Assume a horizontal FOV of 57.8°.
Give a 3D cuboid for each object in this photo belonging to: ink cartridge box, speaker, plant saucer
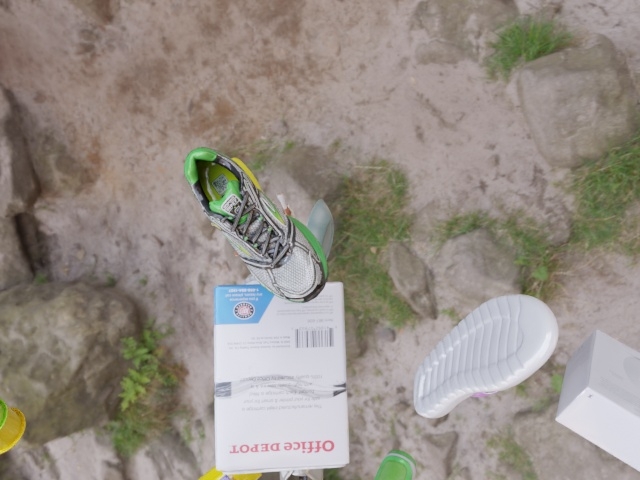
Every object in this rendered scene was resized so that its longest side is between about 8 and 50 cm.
[{"bbox_3d":[-0.091,0.298,1.313,0.166,0.285,0.395,122,147,-81],"label":"ink cartridge box"},{"bbox_3d":[0.231,0.871,1.986,0.131,0.296,0.131,16,130,20],"label":"speaker"},{"bbox_3d":[0.000,0.000,1.379,0.037,0.195,0.195,11,115,13],"label":"plant saucer"}]

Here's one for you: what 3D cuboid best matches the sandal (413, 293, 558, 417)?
[{"bbox_3d":[0.309,0.222,1.084,0.416,0.102,0.169,130,151,-53],"label":"sandal"}]

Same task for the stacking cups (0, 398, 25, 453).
[{"bbox_3d":[-0.634,0.280,1.017,0.096,0.096,0.316,42,155,30],"label":"stacking cups"}]

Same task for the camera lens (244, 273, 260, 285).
[{"bbox_3d":[-0.150,0.240,1.989,0.219,0.219,0.274,-24,62,48],"label":"camera lens"}]

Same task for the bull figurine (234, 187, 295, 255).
[{"bbox_3d":[-0.150,-0.040,1.585,0.101,0.310,0.188,-16,81,21],"label":"bull figurine"}]

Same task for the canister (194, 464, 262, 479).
[{"bbox_3d":[-0.256,0.653,1.576,0.073,0.170,0.126,41,162,46],"label":"canister"}]

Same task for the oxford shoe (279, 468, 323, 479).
[{"bbox_3d":[-0.062,0.645,1.822,0.169,0.130,0.449,-2,92,8],"label":"oxford shoe"}]

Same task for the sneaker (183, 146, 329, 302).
[{"bbox_3d":[-0.125,-0.024,1.016,0.134,0.146,0.343,-46,78,6],"label":"sneaker"}]

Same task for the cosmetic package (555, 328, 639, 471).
[{"bbox_3d":[0.690,0.366,1.335,0.224,0.224,0.138,31,127,12],"label":"cosmetic package"}]
